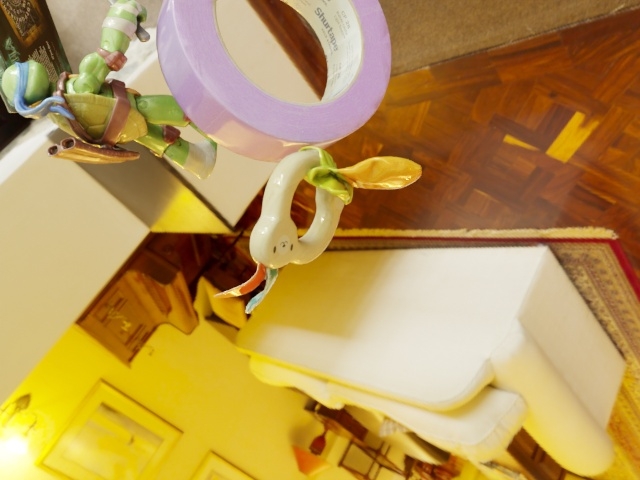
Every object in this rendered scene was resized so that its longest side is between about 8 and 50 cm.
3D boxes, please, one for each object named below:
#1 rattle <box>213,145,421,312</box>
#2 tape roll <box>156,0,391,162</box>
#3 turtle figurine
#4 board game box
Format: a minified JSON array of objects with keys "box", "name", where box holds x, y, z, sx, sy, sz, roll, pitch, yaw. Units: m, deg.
[{"box":[0.000,0.000,0.537,0.143,0.199,0.130,21,146,18],"name":"rattle"},{"box":[-0.050,-0.239,0.628,0.275,0.274,0.090,42,156,-18],"name":"tape roll"},{"box":[-0.240,-0.201,0.661,0.266,0.197,0.274,19,-158,-35],"name":"turtle figurine"},{"box":[-0.366,-0.264,0.614,0.026,0.126,0.186,1,129,6],"name":"board game box"}]
